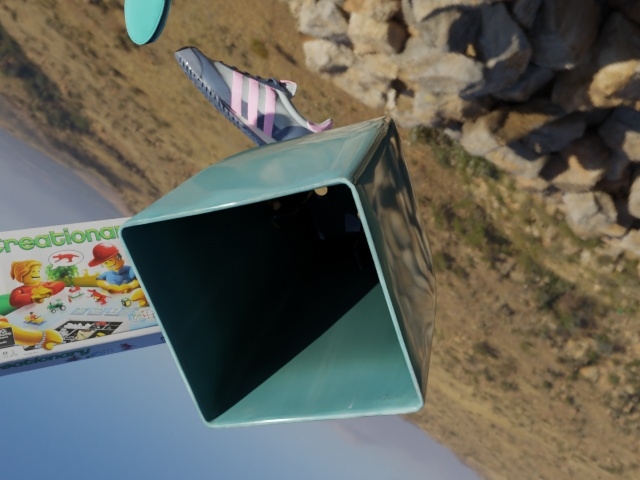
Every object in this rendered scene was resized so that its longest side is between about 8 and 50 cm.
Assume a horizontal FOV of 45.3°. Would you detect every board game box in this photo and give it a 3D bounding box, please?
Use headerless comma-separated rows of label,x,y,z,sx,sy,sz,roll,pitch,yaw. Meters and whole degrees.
board game box,-0.340,0.070,1.066,0.193,0.305,0.053,66,147,24

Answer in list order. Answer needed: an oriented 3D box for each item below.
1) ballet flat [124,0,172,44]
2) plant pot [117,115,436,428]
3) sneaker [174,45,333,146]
ballet flat,-0.275,-0.452,1.287,0.083,0.087,0.247,19,125,12
plant pot,0.000,0.000,0.589,0.165,0.234,0.166,-10,112,22
sneaker,-0.118,-0.266,1.412,0.319,0.131,0.112,42,176,-10
